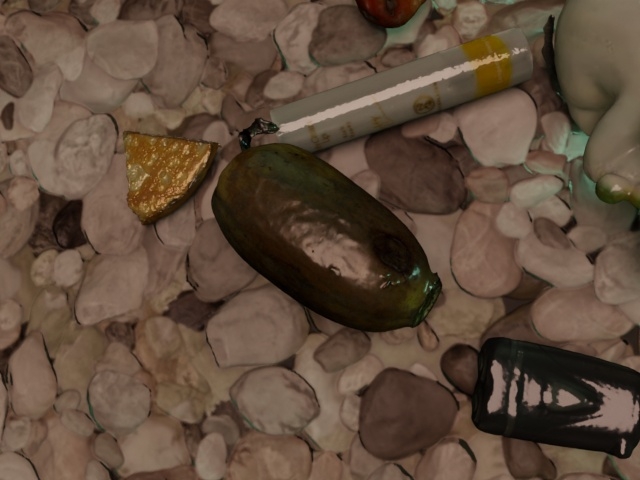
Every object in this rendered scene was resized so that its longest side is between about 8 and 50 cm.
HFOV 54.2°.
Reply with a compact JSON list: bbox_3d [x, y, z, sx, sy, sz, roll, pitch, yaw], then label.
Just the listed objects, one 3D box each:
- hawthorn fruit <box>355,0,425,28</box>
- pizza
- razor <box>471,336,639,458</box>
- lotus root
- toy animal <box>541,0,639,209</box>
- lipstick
[{"bbox_3d":[0.070,-0.268,0.643,0.093,0.093,0.093,-1,81,8],"label":"hawthorn fruit"},{"bbox_3d":[-0.174,-0.085,0.680,0.123,0.026,0.108,-44,76,2],"label":"pizza"},{"bbox_3d":[0.218,0.144,0.578,0.147,0.054,0.090,10,83,8],"label":"razor"},{"bbox_3d":[0.000,0.000,0.593,0.241,0.124,0.123,38,86,14],"label":"lotus root"},{"bbox_3d":[0.327,-0.142,0.490,0.182,0.310,0.247,-5,125,-12],"label":"toy animal"},{"bbox_3d":[0.078,-0.148,0.639,0.263,0.059,0.059,-18,80,4],"label":"lipstick"}]
